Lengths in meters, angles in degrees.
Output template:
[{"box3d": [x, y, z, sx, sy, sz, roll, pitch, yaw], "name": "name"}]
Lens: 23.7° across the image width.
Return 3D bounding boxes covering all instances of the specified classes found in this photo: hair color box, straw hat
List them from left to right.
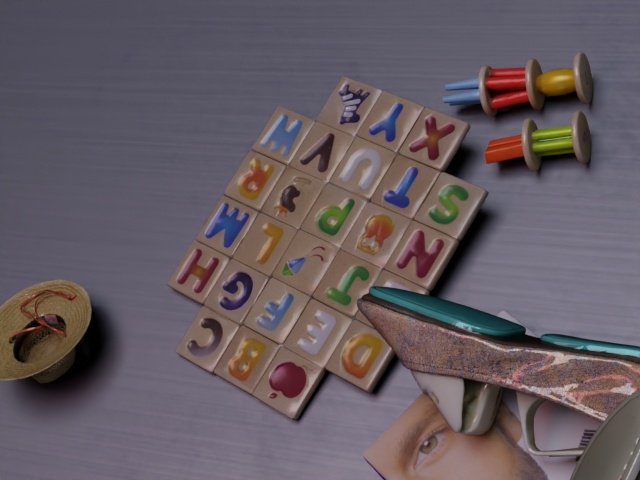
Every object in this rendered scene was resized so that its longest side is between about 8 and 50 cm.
[{"box3d": [-0.290, 0.113, 1.610, 0.144, 0.061, 0.144, -14, 40, 12], "name": "straw hat"}, {"box3d": [0.215, 0.233, 1.264, 0.185, 0.110, 0.339, -45, 51, -5], "name": "hair color box"}]

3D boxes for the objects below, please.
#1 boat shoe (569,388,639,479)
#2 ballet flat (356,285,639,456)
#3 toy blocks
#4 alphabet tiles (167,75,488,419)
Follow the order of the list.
[{"box3d": [0.215, 0.221, 1.135, 0.227, 0.069, 0.081, -64, 12, 3], "name": "boat shoe"}, {"box3d": [0.159, 0.116, 1.239, 0.316, 0.107, 0.106, 13, 93, 32], "name": "ballet flat"}, {"box3d": [0.193, -0.123, 1.523, 0.148, 0.054, 0.123, -6, 61, 25], "name": "toy blocks"}, {"box3d": [0.000, 0.000, 1.545, 0.285, 0.011, 0.342, 26, 81, 36], "name": "alphabet tiles"}]
